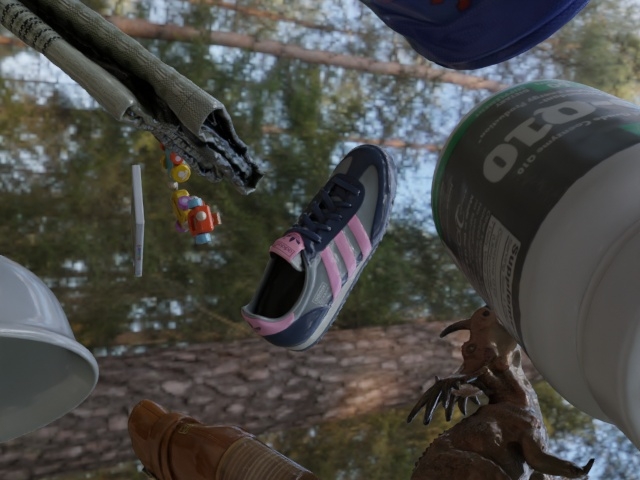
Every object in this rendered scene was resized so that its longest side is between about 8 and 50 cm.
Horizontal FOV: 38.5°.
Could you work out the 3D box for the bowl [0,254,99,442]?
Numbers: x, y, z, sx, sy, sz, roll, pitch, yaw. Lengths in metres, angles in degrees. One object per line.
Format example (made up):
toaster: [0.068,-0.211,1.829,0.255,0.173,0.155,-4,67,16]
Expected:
bowl: [-0.341,0.078,0.746,0.298,0.298,0.134,-47,-128,47]

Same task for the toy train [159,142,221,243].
toy train: [-0.167,-0.072,1.205,0.125,0.046,0.166,146,-69,-65]

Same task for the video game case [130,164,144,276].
video game case: [-0.227,-0.023,1.134,0.122,0.011,0.087,108,-25,-55]

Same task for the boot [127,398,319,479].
boot: [-0.057,0.200,0.669,0.152,0.073,0.197,17,-47,34]

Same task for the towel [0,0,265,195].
towel: [-0.196,-0.146,0.765,0.056,0.324,0.312,-54,174,-4]

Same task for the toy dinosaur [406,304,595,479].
toy dinosaur: [0.147,0.214,0.893,0.200,0.296,0.127,30,-42,22]

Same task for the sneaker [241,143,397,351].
sneaker: [0.000,0.000,1.265,0.112,0.131,0.319,22,-93,36]

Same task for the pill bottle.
pill bottle: [0.220,0.008,0.673,0.361,0.204,0.204,-115,-146,-69]

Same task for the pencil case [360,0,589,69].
pencil case: [-0.018,-0.169,0.255,0.133,0.306,0.119,-19,-125,42]
